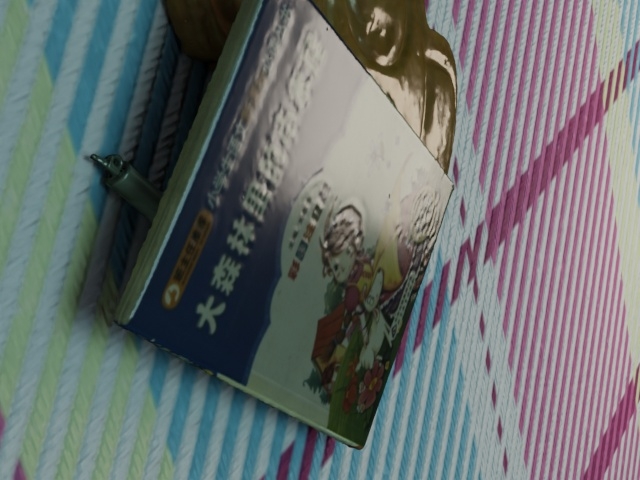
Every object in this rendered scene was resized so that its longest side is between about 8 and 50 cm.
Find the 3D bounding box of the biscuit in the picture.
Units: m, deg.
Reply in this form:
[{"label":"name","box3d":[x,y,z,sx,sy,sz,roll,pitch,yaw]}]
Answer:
[{"label":"biscuit","box3d":[0.017,-0.132,0.800,0.376,0.051,0.269,18,75,-57]}]

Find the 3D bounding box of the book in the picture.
[{"label":"book","box3d":[0.000,0.000,0.728,0.322,0.018,0.228,40,66,-57]}]

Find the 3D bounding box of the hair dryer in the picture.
[{"label":"hair dryer","box3d":[-0.093,-0.011,0.644,0.124,0.038,0.063,46,54,-43]}]
